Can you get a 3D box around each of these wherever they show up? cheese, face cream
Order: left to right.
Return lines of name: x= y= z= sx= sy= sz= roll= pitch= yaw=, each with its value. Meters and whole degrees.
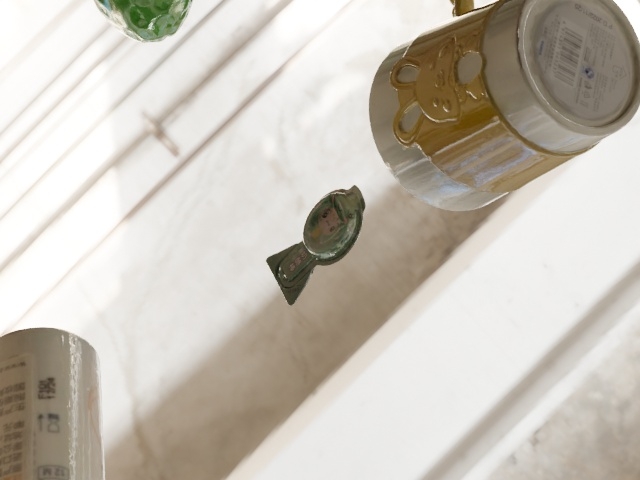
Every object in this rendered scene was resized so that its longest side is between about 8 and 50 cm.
face cream: x=-0.165 y=0.178 z=0.711 sx=0.082 sy=0.082 sz=0.269 roll=-31 pitch=-134 yaw=22
cheese: x=0.000 y=0.000 z=1.089 sx=0.121 sy=0.026 sz=0.067 roll=-47 pitch=-131 yaw=22

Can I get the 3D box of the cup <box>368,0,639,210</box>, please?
cup: x=0.171 y=-0.164 z=1.137 sx=0.226 sy=0.185 sz=0.241 roll=-20 pitch=-107 yaw=60

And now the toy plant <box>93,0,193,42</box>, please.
toy plant: x=-0.175 y=-0.325 z=0.714 sx=0.210 sy=0.356 sz=0.317 roll=9 pitch=-101 yaw=66
